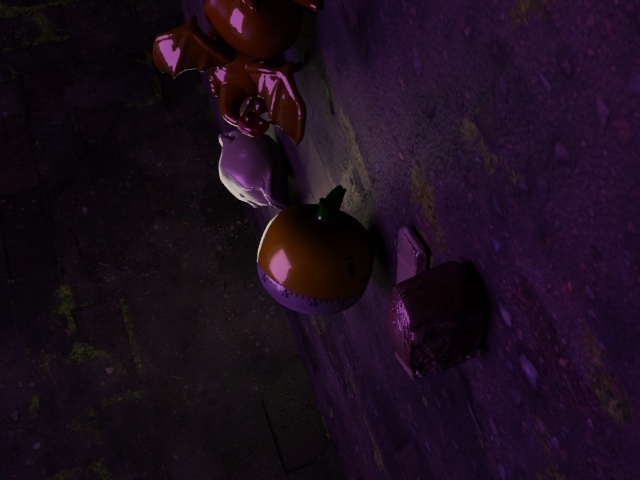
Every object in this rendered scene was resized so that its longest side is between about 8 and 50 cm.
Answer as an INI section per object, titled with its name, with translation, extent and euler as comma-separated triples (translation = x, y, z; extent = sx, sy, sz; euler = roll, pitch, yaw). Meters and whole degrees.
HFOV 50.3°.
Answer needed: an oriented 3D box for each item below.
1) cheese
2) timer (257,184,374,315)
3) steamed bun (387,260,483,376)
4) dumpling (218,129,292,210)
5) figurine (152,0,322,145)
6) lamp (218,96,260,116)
[cheese]
translation = 0.178, 0.138, 1.362
extent = 0.400, 0.034, 0.085
euler = 85, 164, -45
[timer]
translation = 0.000, 0.000, 1.510
extent = 0.285, 0.285, 0.285
euler = 163, 90, -78
[steamed bun]
translation = 0.181, 0.131, 1.070
extent = 0.106, 0.145, 0.175
euler = -127, 19, -56
[dumpling]
translation = -0.191, -0.215, 2.319
extent = 0.395, 0.233, 0.315
euler = 45, -176, 40
[figurine]
translation = -0.142, -0.440, 1.550
extent = 0.401, 0.268, 0.387
euler = 37, 140, 11
[lamp]
translation = -0.221, -0.446, 2.050
extent = 0.185, 0.161, 0.161
euler = -27, 79, 61
